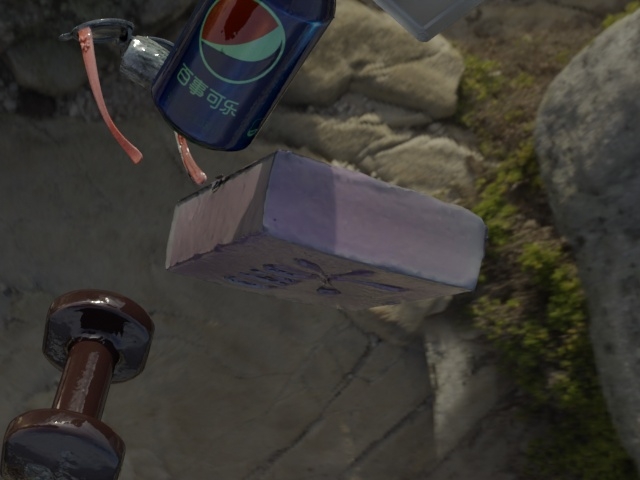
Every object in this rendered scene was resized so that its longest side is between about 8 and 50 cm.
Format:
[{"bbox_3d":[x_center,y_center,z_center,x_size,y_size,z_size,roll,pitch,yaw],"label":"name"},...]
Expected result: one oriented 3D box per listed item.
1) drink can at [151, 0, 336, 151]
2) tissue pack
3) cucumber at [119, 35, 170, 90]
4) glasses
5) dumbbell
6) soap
[{"bbox_3d":[-0.071,-0.189,1.035,0.118,0.118,0.205,33,118,-5],"label":"drink can"},{"bbox_3d":[0.207,-0.461,1.761,0.159,0.246,0.136,39,54,-19],"label":"tissue pack"},{"bbox_3d":[-0.220,-0.233,1.500,0.112,0.064,0.064,31,76,1],"label":"cucumber"},{"bbox_3d":[-0.302,-0.218,1.760,0.118,0.234,0.269,-18,72,23],"label":"glasses"},{"bbox_3d":[-0.262,0.170,1.190,0.124,0.140,0.225,13,39,-7],"label":"dumbbell"},{"bbox_3d":[0.000,0.000,1.284,0.285,0.296,0.107,14,76,-25],"label":"soap"}]
